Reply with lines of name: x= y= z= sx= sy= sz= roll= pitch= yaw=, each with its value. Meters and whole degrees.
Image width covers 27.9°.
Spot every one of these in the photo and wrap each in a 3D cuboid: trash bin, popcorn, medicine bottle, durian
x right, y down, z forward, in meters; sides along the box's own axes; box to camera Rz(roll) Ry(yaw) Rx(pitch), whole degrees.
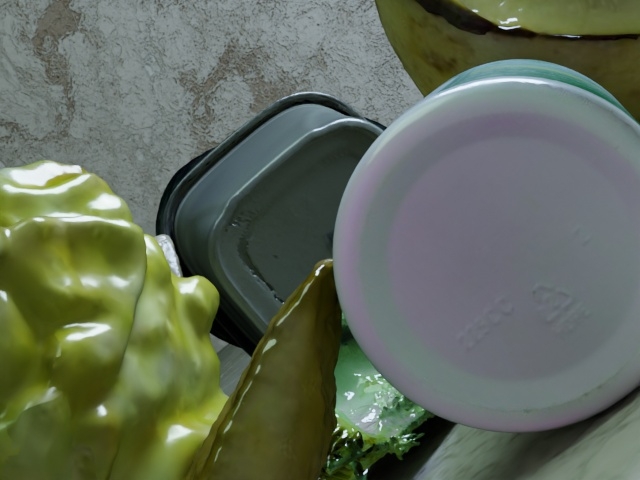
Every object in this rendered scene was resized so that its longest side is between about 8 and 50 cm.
trash bin: x=0.000 y=0.000 z=1.045 sx=0.220 sy=0.219 sz=0.250 roll=-43 pitch=8 yaw=-4
popcorn: x=-0.187 y=0.112 z=0.721 sx=0.312 sy=0.312 sz=0.312 roll=-41 pitch=1 yaw=1
medicine bottle: x=0.090 y=-0.015 z=0.585 sx=0.133 sy=0.133 sz=0.274 roll=-40 pitch=0 yaw=14
durian: x=0.029 y=0.075 z=0.657 sx=0.100 sy=0.086 sz=0.215 roll=-23 pitch=10 yaw=36

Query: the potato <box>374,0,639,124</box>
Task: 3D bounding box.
potato: x=0.166 y=-0.145 z=0.797 sx=0.285 sy=0.242 sz=0.242 roll=-18 pitch=-1 yaw=-6

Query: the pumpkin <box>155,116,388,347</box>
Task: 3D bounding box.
pumpkin: x=-0.026 y=-0.013 z=1.446 sx=0.323 sy=0.241 sz=0.323 roll=-25 pitch=-2 yaw=-1

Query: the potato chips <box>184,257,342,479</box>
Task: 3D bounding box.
potato chips: x=-0.101 y=0.179 z=0.475 sx=0.407 sy=0.080 sz=0.057 roll=-50 pitch=-8 yaw=-5

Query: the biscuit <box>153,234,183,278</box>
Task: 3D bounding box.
biscuit: x=-0.109 y=0.125 z=1.086 sx=0.032 sy=0.133 sz=0.250 roll=-14 pitch=-48 yaw=-13
